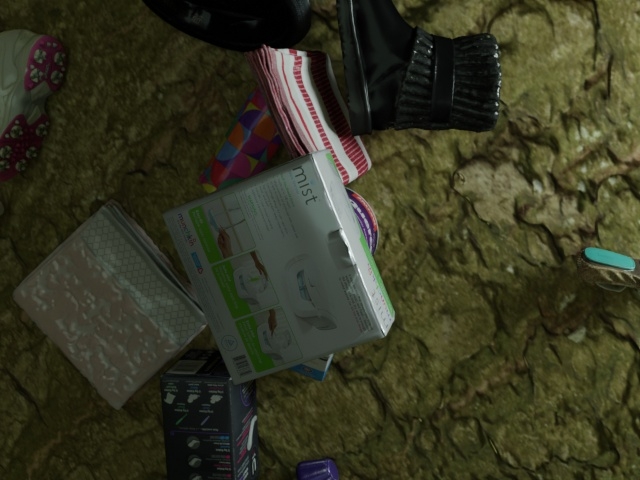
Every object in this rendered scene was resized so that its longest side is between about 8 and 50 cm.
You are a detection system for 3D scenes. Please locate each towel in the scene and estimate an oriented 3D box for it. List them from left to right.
[{"bbox_3d":[-0.426,0.135,1.460,0.317,0.053,0.332,-43,89,15],"label":"towel"},{"bbox_3d":[0.000,-0.203,1.173,0.037,0.329,0.237,-22,95,22],"label":"towel"}]

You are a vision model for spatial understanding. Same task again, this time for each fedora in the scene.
[{"bbox_3d":[-0.160,-0.467,1.227,0.334,0.334,0.152,14,72,9],"label":"fedora"}]

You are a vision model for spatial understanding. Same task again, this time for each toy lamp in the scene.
[{"bbox_3d":[-0.092,0.512,1.444,0.275,0.080,0.080,-28,93,14],"label":"toy lamp"}]

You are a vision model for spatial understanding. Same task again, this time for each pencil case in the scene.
[{"bbox_3d":[-0.133,-0.175,1.328,0.104,0.104,0.236,36,106,4],"label":"pencil case"}]

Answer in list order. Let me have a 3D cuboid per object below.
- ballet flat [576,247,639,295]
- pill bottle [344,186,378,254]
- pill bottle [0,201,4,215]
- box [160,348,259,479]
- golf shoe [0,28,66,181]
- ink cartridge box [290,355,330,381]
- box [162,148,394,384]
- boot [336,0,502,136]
[{"bbox_3d":[0.552,0.065,1.255,0.206,0.073,0.067,15,129,11],"label":"ballet flat"},{"bbox_3d":[0.000,0.000,1.211,0.182,0.323,0.181,2,100,11],"label":"pill bottle"},{"bbox_3d":[-0.733,-0.024,1.472,0.169,0.094,0.094,-42,90,15],"label":"pill bottle"},{"bbox_3d":[-0.211,0.366,1.397,0.144,0.165,0.270,0,99,11],"label":"box"},{"bbox_3d":[-0.610,-0.270,1.409,0.140,0.115,0.306,25,97,17],"label":"golf shoe"},{"bbox_3d":[-0.036,0.164,1.322,0.140,0.082,0.190,21,141,7],"label":"ink cartridge box"},{"bbox_3d":[-0.053,0.034,0.993,0.231,0.127,0.261,-21,95,15],"label":"box"},{"bbox_3d":[0.166,-0.347,1.211,0.260,0.131,0.347,-5,98,7],"label":"boot"}]
